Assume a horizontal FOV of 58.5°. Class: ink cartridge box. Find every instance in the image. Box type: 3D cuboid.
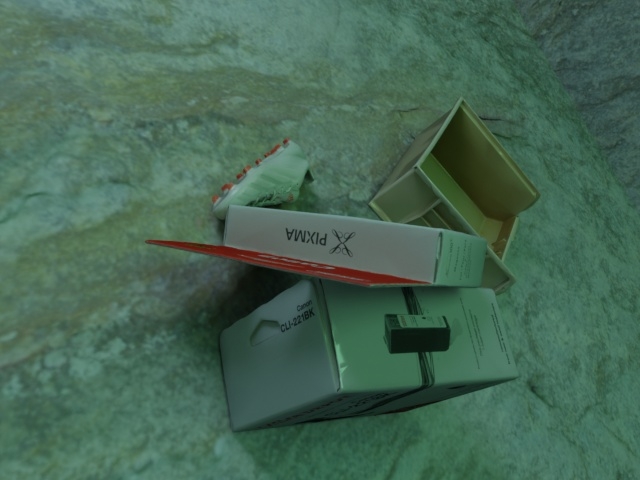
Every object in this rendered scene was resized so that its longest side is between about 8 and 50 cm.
[{"bbox_3d":[0.053,0.130,0.644,0.272,0.197,0.114,8,61,-37],"label":"ink cartridge box"},{"bbox_3d":[0.000,0.000,0.596,0.238,0.275,0.060,9,90,-55],"label":"ink cartridge box"}]

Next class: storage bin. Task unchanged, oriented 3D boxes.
[{"bbox_3d":[0.248,-0.066,0.989,0.260,0.123,0.262,47,44,-10],"label":"storage bin"}]

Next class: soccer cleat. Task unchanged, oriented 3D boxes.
[{"bbox_3d":[-0.067,-0.072,0.757,0.076,0.068,0.196,52,40,-9],"label":"soccer cleat"}]
